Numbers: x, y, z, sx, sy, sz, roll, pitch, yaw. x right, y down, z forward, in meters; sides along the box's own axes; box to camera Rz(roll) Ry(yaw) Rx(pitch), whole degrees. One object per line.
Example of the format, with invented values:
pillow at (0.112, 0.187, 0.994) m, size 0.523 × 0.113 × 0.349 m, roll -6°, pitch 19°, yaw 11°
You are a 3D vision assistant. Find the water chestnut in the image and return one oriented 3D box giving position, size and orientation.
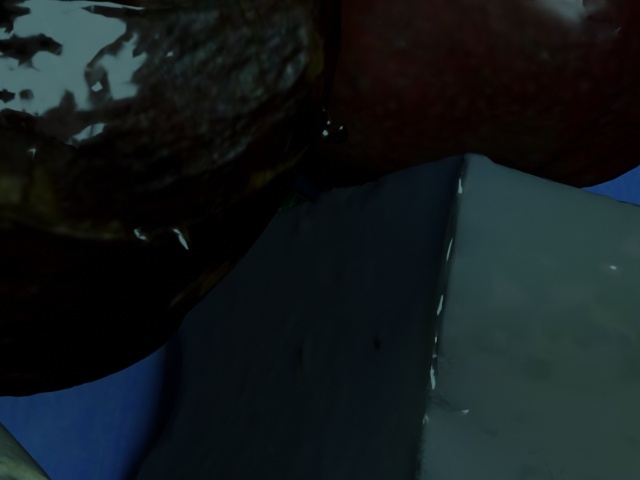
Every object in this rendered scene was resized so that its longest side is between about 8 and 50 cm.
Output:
water chestnut at (-0.147, -0.124, 0.911) m, size 0.335 × 0.335 × 0.347 m, roll -29°, pitch 141°, yaw -36°

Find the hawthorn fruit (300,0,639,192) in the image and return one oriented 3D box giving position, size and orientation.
hawthorn fruit at (0.074, -0.166, 1.118) m, size 0.265 × 0.265 × 0.307 m, roll -2°, pitch 83°, yaw -36°

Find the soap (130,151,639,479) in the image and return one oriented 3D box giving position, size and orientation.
soap at (0.159, 0.139, 1.068) m, size 0.435 × 0.350 × 0.213 m, roll 23°, pitch 69°, yaw -27°

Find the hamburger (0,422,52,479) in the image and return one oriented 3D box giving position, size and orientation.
hamburger at (-0.239, 0.173, 0.843) m, size 0.295 × 0.227 × 0.151 m, roll -20°, pitch 63°, yaw -25°

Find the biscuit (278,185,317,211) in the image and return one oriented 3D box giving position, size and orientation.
biscuit at (0.000, 0.000, 1.183) m, size 0.089 × 0.016 × 0.046 m, roll 35°, pitch 64°, yaw -25°
